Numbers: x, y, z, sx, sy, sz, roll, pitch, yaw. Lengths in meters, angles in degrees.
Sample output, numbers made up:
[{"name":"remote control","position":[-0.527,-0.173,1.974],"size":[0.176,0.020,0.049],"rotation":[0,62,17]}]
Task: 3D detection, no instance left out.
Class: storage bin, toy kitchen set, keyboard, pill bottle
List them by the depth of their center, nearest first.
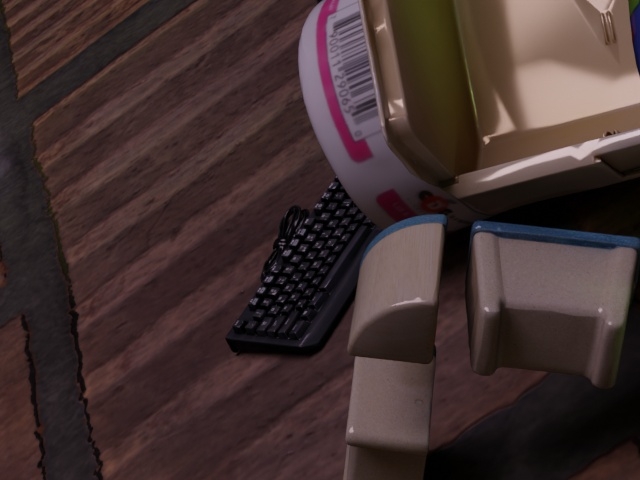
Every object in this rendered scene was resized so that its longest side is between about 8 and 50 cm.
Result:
[{"name":"storage bin","position":[0.152,-0.172,0.869],"size":[0.262,0.123,0.260],"rotation":[-14,76,21]},{"name":"toy kitchen set","position":[0.119,0.059,0.910],"size":[0.207,0.166,0.122],"rotation":[7,41,4]},{"name":"pill bottle","position":[0.144,-0.117,1.029],"size":[0.283,0.160,0.160],"rotation":[-21,33,28]},{"name":"keyboard","position":[0.000,0.000,1.174],"size":[0.108,0.023,0.180],"rotation":[-3,44,48]}]

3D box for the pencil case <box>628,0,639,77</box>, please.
[{"name":"pencil case","position":[0.171,-0.151,0.725],"size":[0.119,0.306,0.133],"rotation":[-5,-10,-3]}]
